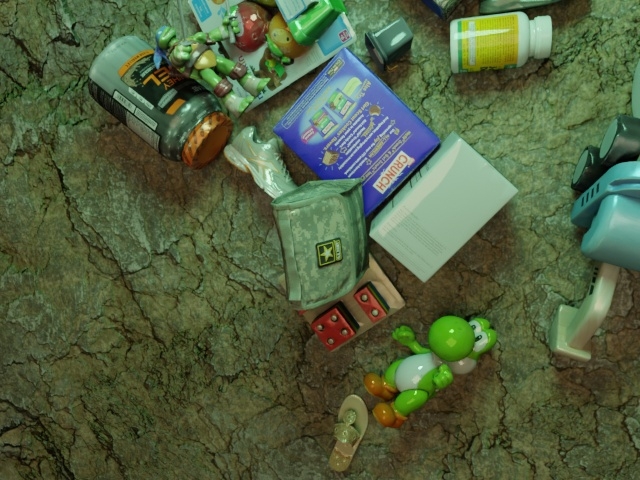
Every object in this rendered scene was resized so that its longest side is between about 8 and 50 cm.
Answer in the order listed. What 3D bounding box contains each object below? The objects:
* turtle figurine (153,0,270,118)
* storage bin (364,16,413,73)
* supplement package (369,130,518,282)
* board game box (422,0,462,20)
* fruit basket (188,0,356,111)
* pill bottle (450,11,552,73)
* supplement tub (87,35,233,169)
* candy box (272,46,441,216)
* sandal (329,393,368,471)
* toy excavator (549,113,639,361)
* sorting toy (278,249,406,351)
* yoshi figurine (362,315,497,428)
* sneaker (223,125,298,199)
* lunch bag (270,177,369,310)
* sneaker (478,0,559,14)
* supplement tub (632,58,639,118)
[{"bbox_3d":[-0.234,-0.431,1.199,0.266,0.198,0.274,39,109,-14],"label":"turtle figurine"},{"bbox_3d":[0.166,-0.454,1.238,0.091,0.135,0.098,-31,92,9],"label":"storage bin"},{"bbox_3d":[0.278,-0.083,1.243,0.177,0.175,0.293,41,108,-5],"label":"supplement package"},{"bbox_3d":[0.285,-0.681,1.151,0.232,0.141,0.291,44,108,3],"label":"board game box"},{"bbox_3d":[-0.132,-0.538,1.282,0.353,0.165,0.327,-25,94,21],"label":"fruit basket"},{"bbox_3d":[0.396,-0.441,1.181,0.208,0.117,0.117,-1,100,15],"label":"pill bottle"},{"bbox_3d":[-0.404,-0.347,1.367,0.338,0.207,0.207,38,108,4],"label":"supplement tub"},{"bbox_3d":[0.090,-0.255,1.298,0.317,0.122,0.268,46,108,3],"label":"candy box"},{"bbox_3d":[0.073,0.555,1.483,0.088,0.079,0.240,17,105,11],"label":"sandal"},{"bbox_3d":[0.626,0.023,1.138,0.222,0.433,0.445,18,77,11],"label":"toy excavator"},{"bbox_3d":[0.047,0.140,1.403,0.257,0.089,0.255,-36,90,19],"label":"sorting toy"},{"bbox_3d":[0.262,0.303,1.328,0.362,0.203,0.203,-41,82,15],"label":"yoshi figurine"},{"bbox_3d":[-0.126,-0.196,1.383,0.262,0.099,0.121,40,103,3],"label":"sneaker"},{"bbox_3d":[0.000,0.000,1.174,0.169,0.287,0.235,-1,107,22],"label":"lunch bag"},{"bbox_3d":[0.461,-0.571,1.151,0.227,0.087,0.130,1,112,20],"label":"sneaker"},{"bbox_3d":[0.798,-0.306,1.061,0.272,0.191,0.191,-2,100,15],"label":"supplement tub"}]
